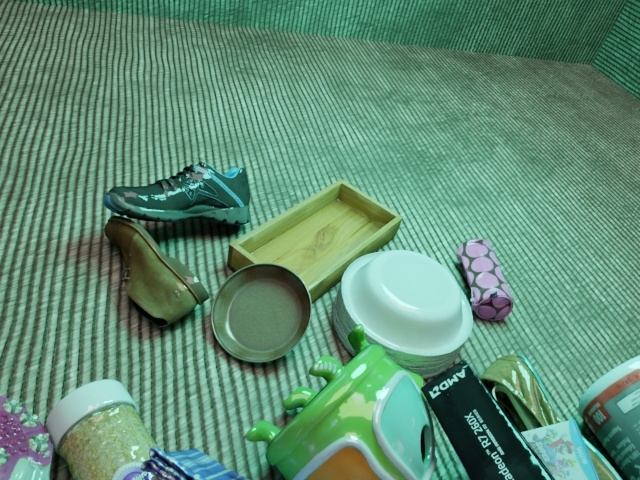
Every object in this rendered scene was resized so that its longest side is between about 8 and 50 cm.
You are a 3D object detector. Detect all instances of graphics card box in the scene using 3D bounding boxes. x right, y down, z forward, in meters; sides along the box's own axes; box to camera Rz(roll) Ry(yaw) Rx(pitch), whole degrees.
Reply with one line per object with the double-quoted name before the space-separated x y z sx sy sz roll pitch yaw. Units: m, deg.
"graphics card box" 0.287 0.359 0.699 0.094 0.233 0.371 -36 29 7

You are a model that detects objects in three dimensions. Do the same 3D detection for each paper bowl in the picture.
"paper bowl" 0.176 0.132 1.084 0.284 0.148 0.284 10 39 -8

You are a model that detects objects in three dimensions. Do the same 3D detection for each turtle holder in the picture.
"turtle holder" 0.059 0.296 0.826 0.243 0.320 0.227 -45 78 0

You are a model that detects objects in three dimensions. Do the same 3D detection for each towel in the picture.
"towel" -0.055 0.357 0.695 0.336 0.243 0.040 24 71 10

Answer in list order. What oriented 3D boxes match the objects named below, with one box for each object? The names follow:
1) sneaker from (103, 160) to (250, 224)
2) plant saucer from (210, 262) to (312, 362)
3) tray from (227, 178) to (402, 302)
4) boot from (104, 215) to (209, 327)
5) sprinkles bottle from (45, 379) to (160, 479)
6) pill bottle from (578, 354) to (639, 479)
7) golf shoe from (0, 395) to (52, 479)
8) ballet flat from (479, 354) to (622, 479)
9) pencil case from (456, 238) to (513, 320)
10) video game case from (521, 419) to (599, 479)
"sneaker" -0.307 -0.108 1.154 0.341 0.140 0.125 -1 7 -45
"plant saucer" -0.113 0.141 1.017 0.198 0.036 0.199 -2 66 5
"tray" 0.000 0.000 1.237 0.203 0.076 0.411 34 43 22
"boot" -0.364 0.054 1.046 0.305 0.112 0.115 35 65 28
"sprinkles bottle" -0.248 0.358 0.712 0.121 0.121 0.355 -23 53 -36
"pill bottle" 0.640 0.388 0.883 0.210 0.210 0.363 -5 44 -22
"golf shoe" -0.406 0.339 0.670 0.306 0.140 0.115 44 10 30
"ballet flat" 0.398 0.358 0.935 0.124 0.116 0.342 -20 48 -8
"pencil case" 0.385 0.087 1.246 0.098 0.095 0.209 -4 39 2
"video game case" 0.363 0.379 0.870 0.166 0.015 0.119 -22 46 18
